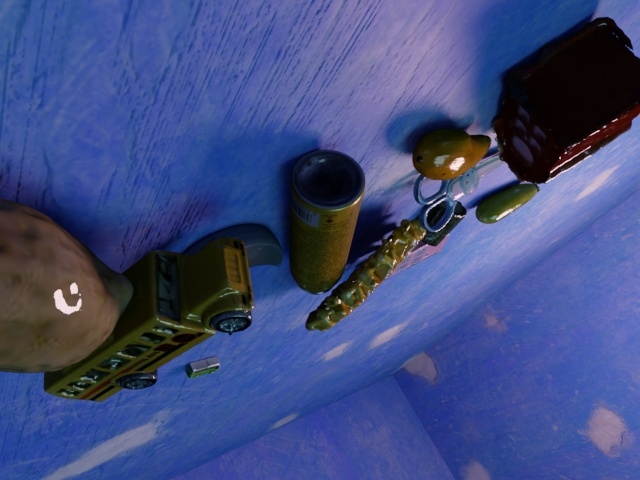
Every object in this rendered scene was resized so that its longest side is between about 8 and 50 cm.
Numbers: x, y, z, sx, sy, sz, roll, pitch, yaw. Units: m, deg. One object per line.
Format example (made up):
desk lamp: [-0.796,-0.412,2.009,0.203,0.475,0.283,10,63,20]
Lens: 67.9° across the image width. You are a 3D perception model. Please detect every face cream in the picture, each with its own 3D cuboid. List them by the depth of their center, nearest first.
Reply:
face cream: [0.000,0.000,0.789,0.104,0.105,0.349,-24,155,-16]

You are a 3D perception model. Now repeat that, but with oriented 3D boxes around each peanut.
peanut: [-0.329,0.049,0.402,0.192,0.169,0.387,-47,154,13]

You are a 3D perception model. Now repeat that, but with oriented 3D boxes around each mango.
mango: [0.219,-0.147,0.807,0.190,0.075,0.098,-17,162,-44]

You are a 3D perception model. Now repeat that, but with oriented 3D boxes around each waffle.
waffle: [0.100,0.069,0.979,0.329,0.062,0.329,-44,172,-7]

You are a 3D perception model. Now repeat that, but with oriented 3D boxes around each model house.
model house: [0.421,-0.208,0.825,0.195,0.160,0.254,-33,158,2]

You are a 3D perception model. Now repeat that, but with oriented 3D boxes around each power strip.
power strip: [-0.159,0.039,0.750,0.215,0.044,0.137,-23,155,-20]
power strip: [0.203,0.046,1.210,0.278,0.038,0.109,-25,155,-14]

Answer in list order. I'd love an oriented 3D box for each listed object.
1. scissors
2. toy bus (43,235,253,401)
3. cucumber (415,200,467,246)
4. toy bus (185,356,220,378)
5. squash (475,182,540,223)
scissors: [0.288,-0.120,0.956,0.256,0.030,0.125,-32,120,-23]
toy bus: [-0.235,0.107,0.638,0.335,0.121,0.123,-33,143,27]
cucumber: [0.275,-0.040,1.103,0.116,0.062,0.115,-8,144,-45]
toy bus: [-0.282,0.305,1.145,0.083,0.031,0.037,-2,134,-48]
squash: [0.485,-0.100,1.227,0.201,0.066,0.066,-25,156,-16]
